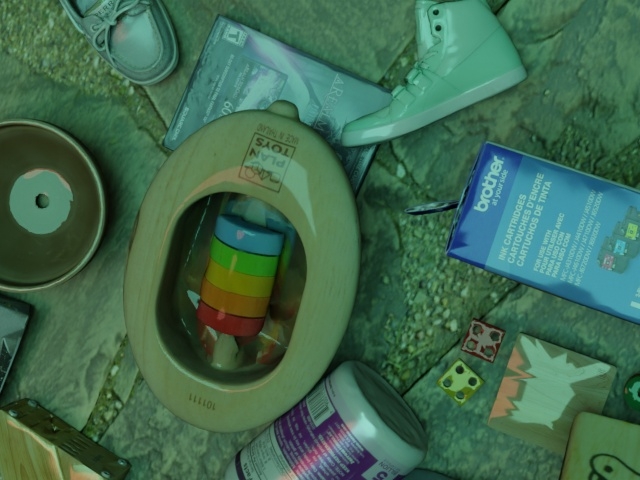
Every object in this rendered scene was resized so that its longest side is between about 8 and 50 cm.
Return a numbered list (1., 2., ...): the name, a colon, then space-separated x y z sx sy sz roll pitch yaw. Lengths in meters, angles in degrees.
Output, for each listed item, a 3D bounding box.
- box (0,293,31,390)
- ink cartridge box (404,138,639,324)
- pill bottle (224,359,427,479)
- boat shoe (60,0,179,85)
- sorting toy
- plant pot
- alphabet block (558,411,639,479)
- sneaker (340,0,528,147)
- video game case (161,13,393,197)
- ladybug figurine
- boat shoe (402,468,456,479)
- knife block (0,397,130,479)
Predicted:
1. box: -0.550 0.141 1.790 0.231 0.056 0.183 21 102 -14
2. ink cartridge box: 0.305 -0.005 1.516 0.395 0.270 0.151 21 93 11
3. pill bottle: -0.018 0.311 1.667 0.301 0.169 0.169 -42 84 13
4. boat shoe: -0.310 -0.350 1.719 0.118 0.103 0.320 -32 86 13
5. sorting toy: 0.293 0.197 1.648 0.274 0.046 0.132 19 98 11
6. plant pot: -0.400 -0.050 1.752 0.237 0.110 0.237 0 95 5
7. alphabet block: 0.372 0.357 1.534 0.192 0.197 0.193 14 126 10
8. sneaker: 0.121 -0.222 1.625 0.255 0.094 0.151 -25 93 -1
9. video game case: -0.055 -0.162 1.706 0.274 0.026 0.196 25 96 10
10. ladybug figurine: -0.091 0.030 1.643 0.305 0.162 0.449 22 110 9
11. boat shoe: 0.190 0.369 1.637 0.228 0.080 0.076 15 112 41
12. knife block: -0.390 0.393 1.800 0.275 0.088 0.242 31 100 9
